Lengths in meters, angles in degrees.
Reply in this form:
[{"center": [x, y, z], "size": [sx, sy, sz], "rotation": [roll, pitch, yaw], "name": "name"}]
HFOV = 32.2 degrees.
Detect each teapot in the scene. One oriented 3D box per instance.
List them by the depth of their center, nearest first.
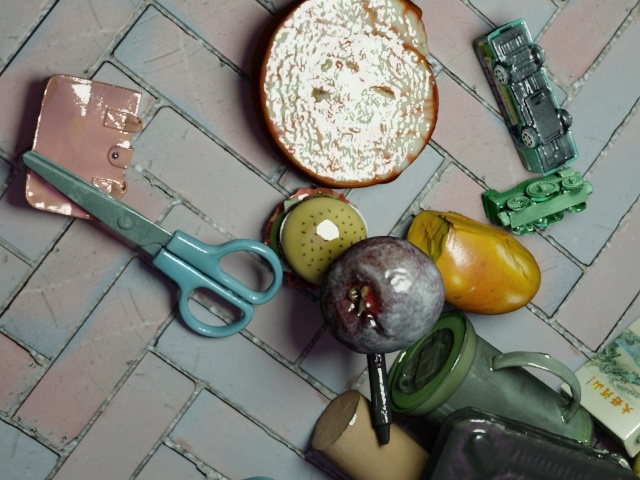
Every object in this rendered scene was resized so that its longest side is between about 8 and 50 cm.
[{"center": [0.314, 0.273, 1.848], "size": [0.337, 0.270, 0.200], "rotation": [36, 42, -17], "name": "teapot"}]

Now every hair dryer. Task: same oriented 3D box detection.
[{"center": [0.093, 0.208, 1.815], "size": [0.071, 0.114, 0.248], "rotation": [-7, 82, -8], "name": "hair dryer"}]

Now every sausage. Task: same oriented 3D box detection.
[{"center": [0.111, 0.374, 1.865], "size": [0.253, 0.123, 0.123], "rotation": [42, 85, -16], "name": "sausage"}]

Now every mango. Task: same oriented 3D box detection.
[{"center": [0.269, 0.045, 1.844], "size": [0.257, 0.187, 0.138], "rotation": [23, 110, -25], "name": "mango"}]

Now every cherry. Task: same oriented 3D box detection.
[{"center": [0.099, 0.086, 1.690], "size": [0.195, 0.195, 0.195], "rotation": [-2, 96, -14], "name": "cherry"}]

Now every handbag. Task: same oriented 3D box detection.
[{"center": [-0.365, -0.143, 1.717], "size": [0.157, 0.059, 0.212], "rotation": [12, 95, -18], "name": "handbag"}]

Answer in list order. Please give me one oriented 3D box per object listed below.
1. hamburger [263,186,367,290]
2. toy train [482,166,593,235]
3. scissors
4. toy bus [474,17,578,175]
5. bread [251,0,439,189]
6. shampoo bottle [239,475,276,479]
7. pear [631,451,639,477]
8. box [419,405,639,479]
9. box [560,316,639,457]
[{"center": [0.001, -0.003, 1.788], "size": [0.175, 0.137, 0.175], "rotation": [-1, 94, -16], "name": "hamburger"}, {"center": [0.372, -0.070, 1.890], "size": [0.178, 0.104, 0.071], "rotation": [-20, 117, -12], "name": "toy train"}, {"center": [-0.268, -0.009, 1.722], "size": [0.447, 0.029, 0.192], "rotation": [35, 112, -20], "name": "scissors"}, {"center": [0.344, -0.239, 1.863], "size": [0.091, 0.109, 0.261], "rotation": [-27, 104, -12], "name": "toy bus"}, {"center": [0.038, -0.244, 1.781], "size": [0.295, 0.114, 0.327], "rotation": [-9, 99, -14], "name": "bread"}, {"center": [-0.094, 0.596, 1.728], "size": [0.331, 0.331, 0.342], "rotation": [-37, 102, -8], "name": "shampoo bottle"}, {"center": [0.689, 0.425, 1.935], "size": [0.309, 0.309, 0.309], "rotation": [-2, 96, -14], "name": "pear"}, {"center": [0.305, 0.463, 1.756], "size": [0.359, 0.091, 0.350], "rotation": [19, 97, -12], "name": "box"}, {"center": [0.573, 0.234, 1.940], "size": [0.256, 0.164, 0.069], "rotation": [-39, 132, -8], "name": "box"}]
